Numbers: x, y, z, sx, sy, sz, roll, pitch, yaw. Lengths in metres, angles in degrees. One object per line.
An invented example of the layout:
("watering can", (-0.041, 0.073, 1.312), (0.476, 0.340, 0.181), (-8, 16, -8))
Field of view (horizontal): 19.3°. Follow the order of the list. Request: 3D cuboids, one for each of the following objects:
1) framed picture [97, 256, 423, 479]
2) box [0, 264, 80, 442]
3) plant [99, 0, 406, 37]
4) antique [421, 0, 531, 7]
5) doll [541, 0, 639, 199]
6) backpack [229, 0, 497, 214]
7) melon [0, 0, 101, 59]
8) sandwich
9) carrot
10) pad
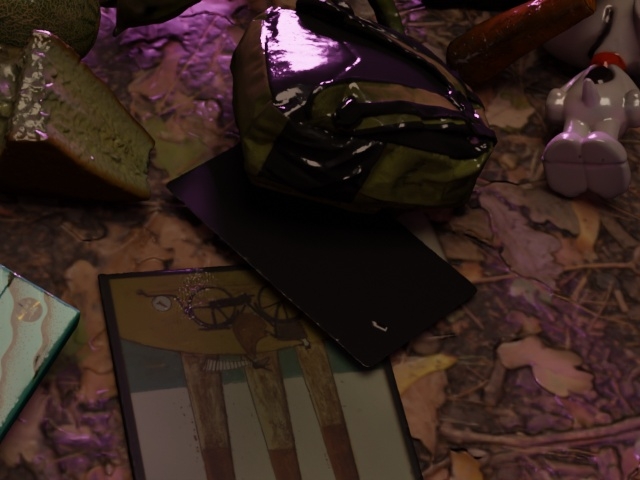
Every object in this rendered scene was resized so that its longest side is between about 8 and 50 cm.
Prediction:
("framed picture", (-0.046, 0.149, 1.598), (0.244, 0.013, 0.324), (-4, 52, -15))
("box", (-0.333, 0.069, 1.537), (0.226, 0.042, 0.161), (31, 66, 1))
("plant", (-0.075, -0.301, 1.864), (0.333, 0.180, 0.251), (10, 93, -25))
("antique", (0.244, -0.321, 1.968), (0.284, 0.125, 0.150), (6, 51, -9))
("doll", (0.313, -0.162, 1.865), (0.208, 0.144, 0.271), (-8, 48, 7))
("backpack", (0.042, -0.119, 1.742), (0.253, 0.140, 0.207), (13, 38, -19))
("melon", (-0.302, -0.217, 1.755), (0.192, 0.139, 0.139), (11, 50, -1))
("sandwich", (-0.263, -0.108, 1.686), (0.235, 0.128, 0.122), (6, 58, -7))
("carrot", (0.195, -0.205, 1.853), (0.055, 0.161, 0.055), (39, 36, -36))
("pad", (0.000, 0.000, 1.719), (0.265, 0.009, 0.159), (41, 48, 21))
